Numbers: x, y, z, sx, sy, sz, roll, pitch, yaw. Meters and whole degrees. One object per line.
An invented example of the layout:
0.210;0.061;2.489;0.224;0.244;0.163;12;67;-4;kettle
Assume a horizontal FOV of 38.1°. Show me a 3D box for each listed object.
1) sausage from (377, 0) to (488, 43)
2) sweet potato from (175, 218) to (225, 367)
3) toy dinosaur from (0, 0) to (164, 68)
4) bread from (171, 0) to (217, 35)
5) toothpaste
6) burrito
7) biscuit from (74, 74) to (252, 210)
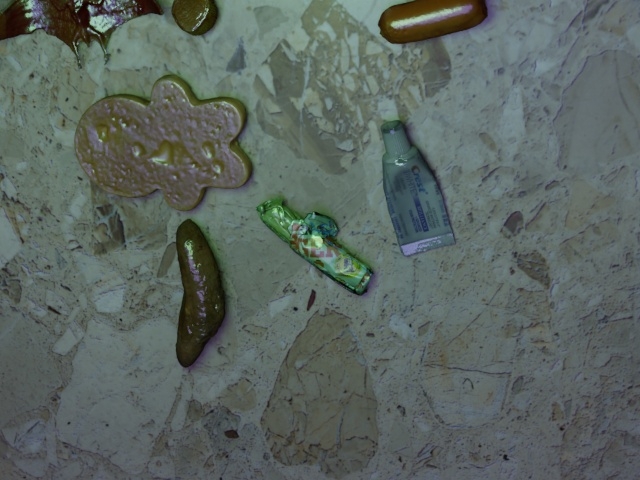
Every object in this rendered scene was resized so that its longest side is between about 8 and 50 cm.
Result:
0.200;-0.403;1.669;0.198;0.076;0.076;-11;109;14;sausage
-0.251;0.128;1.939;0.114;0.092;0.341;16;115;29;sweet potato
-0.453;-0.421;1.743;0.328;0.113;0.206;17;113;0;toy dinosaur
-0.234;-0.428;1.737;0.085;0.053;0.084;1;93;18;bread
0.173;-0.100;1.803;0.099;0.068;0.282;1;121;38;toothpaste
0.000;0.000;1.866;0.288;0.054;0.104;37;112;-6;burrito
-0.313;-0.189;1.843;0.355;0.052;0.275;-4;110;11;biscuit
